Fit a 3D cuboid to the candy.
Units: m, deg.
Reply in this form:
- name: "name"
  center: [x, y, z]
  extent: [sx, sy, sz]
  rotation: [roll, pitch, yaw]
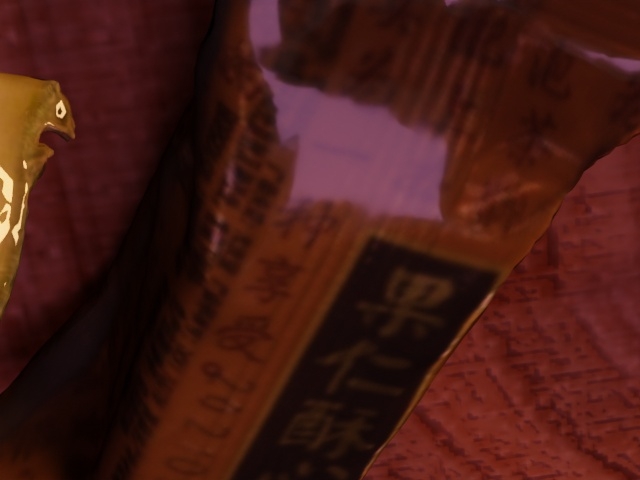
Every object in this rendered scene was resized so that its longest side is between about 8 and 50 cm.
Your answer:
- name: "candy"
  center: [0.000, 0.000, 0.559]
  extent: [0.143, 0.101, 0.271]
  rotation: [13, 133, -20]

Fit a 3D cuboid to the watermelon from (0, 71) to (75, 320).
- name: "watermelon"
  center: [-0.199, 0.018, 0.302]
  extent: [0.303, 0.128, 0.159]
  rotation: [17, 109, -23]
